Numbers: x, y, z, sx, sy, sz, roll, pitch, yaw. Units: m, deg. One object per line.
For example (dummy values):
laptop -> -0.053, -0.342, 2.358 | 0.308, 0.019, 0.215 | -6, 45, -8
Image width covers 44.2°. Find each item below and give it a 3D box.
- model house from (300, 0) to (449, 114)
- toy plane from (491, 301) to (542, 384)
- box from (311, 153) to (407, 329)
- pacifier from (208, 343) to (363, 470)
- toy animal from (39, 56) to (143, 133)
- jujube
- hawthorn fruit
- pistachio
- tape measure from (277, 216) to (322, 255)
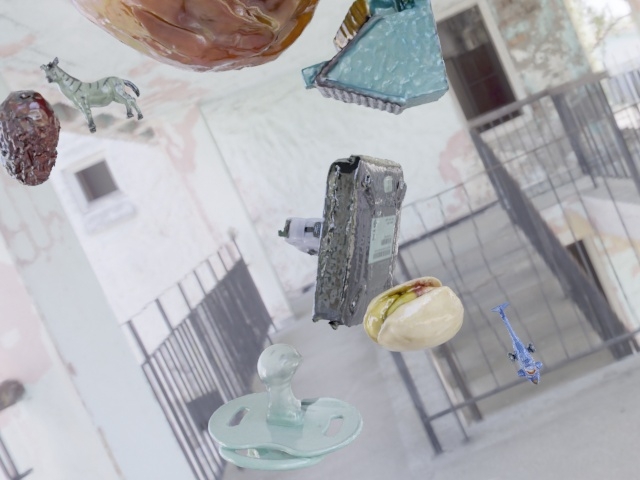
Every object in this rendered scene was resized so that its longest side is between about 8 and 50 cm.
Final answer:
model house -> 0.087, -0.342, 1.473 | 0.249, 0.230, 0.280 | -12, 3, 4
toy plane -> 0.377, 0.198, 1.499 | 0.054, 0.167, 0.062 | -26, -3, 5
box -> 0.091, -0.002, 1.654 | 0.091, 0.350, 0.359 | 9, 7, 21
pacifier -> -0.086, 0.357, 1.703 | 0.343, 0.269, 0.288 | -2, 18, 14
toy animal -> -0.518, -0.339, 1.799 | 0.217, 0.176, 0.073 | -20, -2, -37
jujube -> -0.459, -0.155, 1.244 | 0.104, 0.104, 0.166 | -28, -39, -34
hawthorn fruit -> -0.195, -0.491, 1.272 | 0.472, 0.471, 0.472 | -24, 5, 2
pistachio -> 0.161, 0.135, 1.333 | 0.200, 0.117, 0.145 | -12, -50, -47
tape measure -> 0.002, -0.001, 2.280 | 0.178, 0.105, 0.196 | -2, -19, 31
